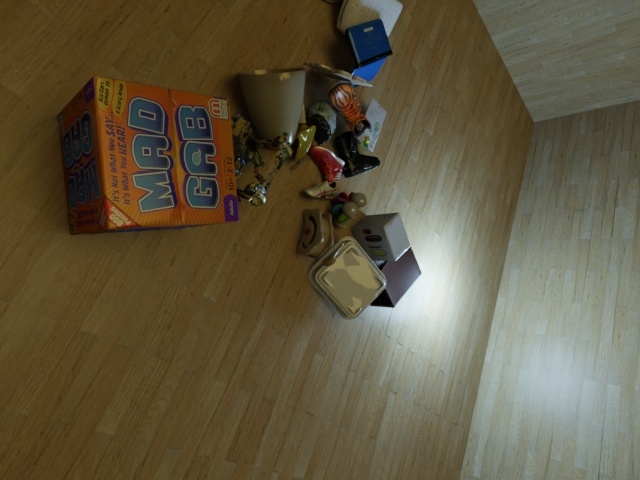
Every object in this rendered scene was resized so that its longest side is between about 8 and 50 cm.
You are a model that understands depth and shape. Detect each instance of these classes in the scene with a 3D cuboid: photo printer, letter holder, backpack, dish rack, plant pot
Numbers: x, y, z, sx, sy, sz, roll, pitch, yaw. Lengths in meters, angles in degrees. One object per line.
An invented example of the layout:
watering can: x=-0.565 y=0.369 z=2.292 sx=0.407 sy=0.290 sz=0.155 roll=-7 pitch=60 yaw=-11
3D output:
photo printer: x=0.228 y=-1.092 z=1.999 sx=0.308 sy=0.107 sz=0.256 roll=0 pitch=127 yaw=-43
letter holder: x=0.358 y=0.168 z=2.128 sx=0.302 sy=0.152 sz=0.214 roll=-40 pitch=113 yaw=-37
backpack: x=0.004 y=-0.529 z=1.812 sx=0.181 sy=0.115 sz=0.152 roll=-84 pitch=152 yaw=-42
dish rack: x=0.140 y=0.179 z=1.877 sx=0.285 sy=0.072 sz=0.332 roll=-44 pitch=110 yaw=-11
plant pot: x=-0.174 y=-0.511 z=1.600 sx=0.257 sy=0.257 sz=0.273 roll=-29 pitch=126 yaw=-40

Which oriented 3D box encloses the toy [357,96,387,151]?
toy: x=0.250 y=-0.589 z=2.113 sx=0.137 sy=0.056 sz=0.237 roll=28 pitch=75 yaw=-43

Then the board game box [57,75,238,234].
board game box: x=-0.492 y=-0.209 z=1.186 sx=0.357 sy=0.356 sz=0.356 roll=-6 pitch=92 yaw=-44

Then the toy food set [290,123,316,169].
toy food set: x=-0.092 y=-0.404 z=1.726 sx=0.071 sy=0.217 sz=0.128 roll=34 pitch=54 yaw=7

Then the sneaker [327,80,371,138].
sneaker: x=0.148 y=-0.571 z=1.835 sx=0.180 sy=0.125 sz=0.321 roll=62 pitch=18 yaw=18

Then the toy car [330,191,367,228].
toy car: x=0.118 y=-0.159 z=1.930 sx=0.136 sy=0.159 sz=0.182 roll=41 pitch=56 yaw=5

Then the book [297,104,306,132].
book: x=-0.088 y=-0.519 z=1.735 sx=0.035 sy=0.144 sz=0.096 roll=-3 pitch=90 yaw=-9

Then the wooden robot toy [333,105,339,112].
wooden robot toy: x=0.114 y=-0.654 z=1.969 sx=0.173 sy=0.079 sz=0.076 roll=33 pitch=67 yaw=-38

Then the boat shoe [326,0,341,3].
boat shoe: x=0.110 y=-1.194 z=1.969 sx=0.302 sy=0.098 sz=0.109 roll=-16 pitch=100 yaw=-43

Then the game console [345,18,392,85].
game console: x=0.194 y=-0.887 z=1.988 sx=0.293 sy=0.174 sz=0.250 roll=-38 pitch=114 yaw=-38

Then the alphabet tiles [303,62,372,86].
alphabet tiles: x=0.075 y=-0.715 z=1.795 sx=0.278 sy=0.284 sz=0.021 roll=8 pitch=108 yaw=-31

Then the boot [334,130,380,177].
boot: x=0.184 y=-0.437 z=2.017 sx=0.247 sy=0.094 sz=0.207 roll=-27 pitch=111 yaw=-34

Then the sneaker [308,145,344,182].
sneaker: x=0.024 y=-0.335 z=1.870 sx=0.221 sy=0.087 sz=0.127 roll=20 pitch=74 yaw=-40

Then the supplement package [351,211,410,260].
supplement package: x=0.297 y=-0.016 z=2.036 sx=0.149 sy=0.203 sz=0.194 roll=-38 pitch=113 yaw=-38

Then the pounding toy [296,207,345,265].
pounding toy: x=0.000 y=0.000 z=1.806 sx=0.155 sy=0.154 sz=0.269 roll=20 pitch=56 yaw=-41

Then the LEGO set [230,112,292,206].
LEGO set: x=-0.267 y=-0.300 z=1.472 sx=0.331 sy=0.255 sz=0.192 roll=-57 pitch=152 yaw=-15

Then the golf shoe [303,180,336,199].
golf shoe: x=-0.002 y=-0.228 z=1.839 sx=0.186 sy=0.068 sz=0.085 roll=-9 pitch=123 yaw=-48
